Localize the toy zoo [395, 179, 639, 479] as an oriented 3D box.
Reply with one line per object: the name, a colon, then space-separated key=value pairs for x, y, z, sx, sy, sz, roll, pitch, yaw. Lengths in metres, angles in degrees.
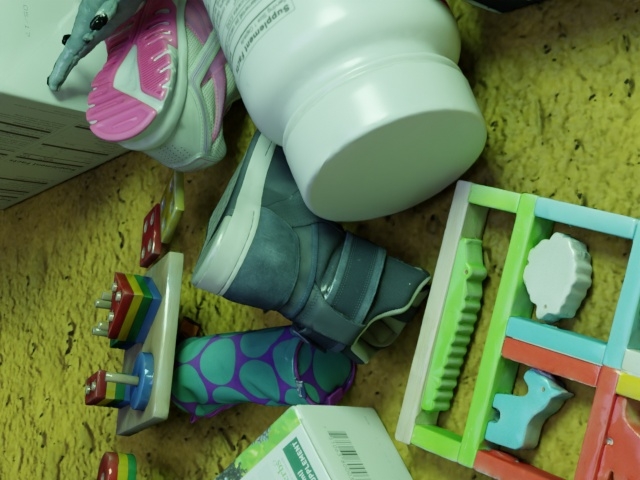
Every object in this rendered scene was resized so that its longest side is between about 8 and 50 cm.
toy zoo: x=0.187 y=0.080 z=0.807 sx=0.293 sy=0.030 sz=0.192 roll=17 pitch=95 yaw=42

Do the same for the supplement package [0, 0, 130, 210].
supplement package: x=-0.302 y=-0.166 z=1.159 sx=0.262 sy=0.198 sz=0.199 roll=-20 pitch=72 yaw=37

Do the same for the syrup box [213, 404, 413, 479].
syrup box: x=-0.042 y=0.227 z=0.943 sx=0.237 sy=0.096 sz=0.093 roll=-45 pitch=58 yaw=26

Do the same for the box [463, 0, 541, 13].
box: x=0.166 y=-0.254 z=0.823 sx=0.207 sy=0.108 sz=0.153 roll=-9 pitch=78 yaw=40

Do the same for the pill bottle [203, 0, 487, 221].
pill bottle: x=0.004 y=-0.166 z=0.917 sx=0.160 sy=0.160 sz=0.283 roll=-38 pitch=61 yaw=31

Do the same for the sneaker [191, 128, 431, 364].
sneaker: x=-0.001 y=0.002 z=0.952 sx=0.226 sy=0.163 sz=0.086 roll=-81 pitch=18 yaw=-60

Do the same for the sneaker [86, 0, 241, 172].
sneaker: x=-0.123 y=-0.153 z=1.068 sx=0.103 sy=0.111 sz=0.252 roll=-17 pitch=49 yaw=27

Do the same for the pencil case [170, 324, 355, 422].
pencil case: x=-0.050 y=0.103 z=0.988 sx=0.151 sy=0.064 sz=0.070 roll=-8 pitch=95 yaw=41

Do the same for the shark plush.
shark plush: x=-0.172 y=-0.187 z=0.990 sx=0.161 sy=0.073 sz=0.067 roll=-37 pitch=26 yaw=17

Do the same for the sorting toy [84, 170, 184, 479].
sorting toy: x=-0.155 y=0.076 z=1.040 sx=0.132 sy=0.046 sz=0.275 roll=147 pitch=130 yaw=-64

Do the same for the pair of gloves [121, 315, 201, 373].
pair of gloves: x=-0.139 y=0.095 z=1.103 sx=0.083 sy=0.010 sz=0.074 roll=19 pitch=94 yaw=40
